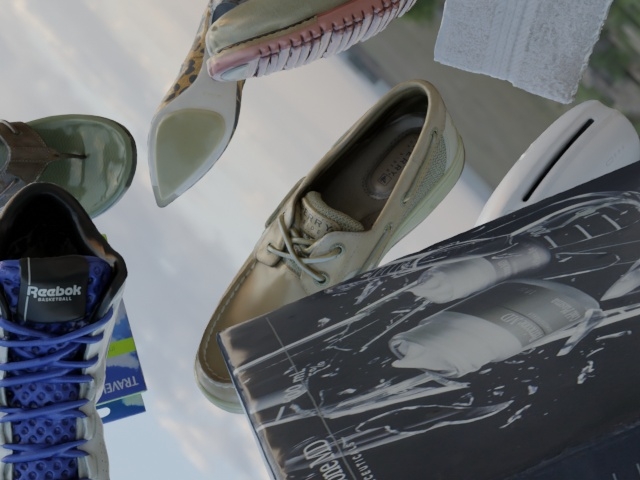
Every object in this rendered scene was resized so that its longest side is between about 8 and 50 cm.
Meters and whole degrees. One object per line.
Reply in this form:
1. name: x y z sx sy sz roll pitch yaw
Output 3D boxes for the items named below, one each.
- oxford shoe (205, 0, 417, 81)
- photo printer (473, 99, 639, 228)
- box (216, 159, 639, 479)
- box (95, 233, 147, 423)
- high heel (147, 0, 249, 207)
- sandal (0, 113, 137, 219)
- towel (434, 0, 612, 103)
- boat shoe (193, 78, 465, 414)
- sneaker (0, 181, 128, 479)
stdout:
1. oxford shoe: 0.051 -0.277 1.464 0.146 0.397 0.140 60 168 -1
2. photo printer: 0.283 -0.003 1.904 0.107 0.256 0.307 29 154 27
3. box: 0.137 0.106 0.792 0.343 0.313 0.179 -133 20 -75
4. box: -0.236 0.093 1.523 0.042 0.109 0.178 163 92 -75
5. high heel: -0.133 -0.172 1.879 0.093 0.261 0.186 21 -164 -4
6. sandal: -0.343 -0.077 1.684 0.303 0.120 0.086 1 180 6
7. towel: 0.243 -0.279 1.855 0.187 0.049 0.282 20 143 7
8. boat shoe: 0.000 0.000 1.257 0.109 0.302 0.098 35 168 26
9. sneaker: -0.210 0.093 1.158 0.182 0.127 0.315 127 141 -68
